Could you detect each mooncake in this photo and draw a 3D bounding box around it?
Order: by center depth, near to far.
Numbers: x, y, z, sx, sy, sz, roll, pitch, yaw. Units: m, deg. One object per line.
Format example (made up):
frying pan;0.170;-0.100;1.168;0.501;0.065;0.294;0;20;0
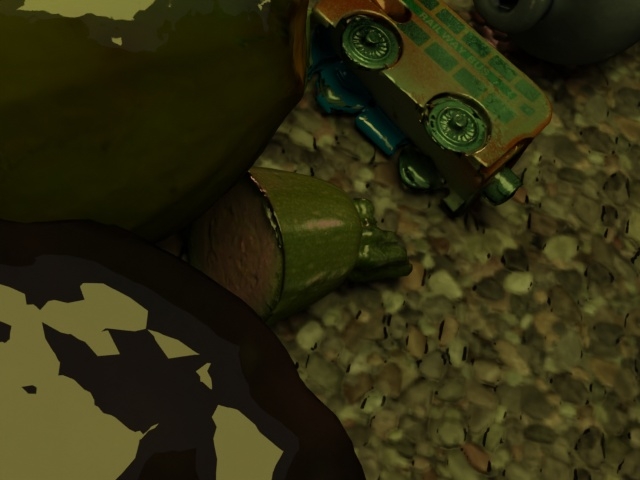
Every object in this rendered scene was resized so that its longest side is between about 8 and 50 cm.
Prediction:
mooncake;-0.183;0.164;0.598;0.350;0.212;0.381;49;57;-1

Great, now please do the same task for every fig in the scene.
fig;-0.133;-0.097;0.717;0.271;0.239;0.239;-5;58;25

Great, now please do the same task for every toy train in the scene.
toy train;0.071;-0.101;0.894;0.188;0.072;0.099;43;55;9

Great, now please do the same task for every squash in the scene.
squash;-0.002;-0.004;0.821;0.132;0.105;0.105;-9;66;-35

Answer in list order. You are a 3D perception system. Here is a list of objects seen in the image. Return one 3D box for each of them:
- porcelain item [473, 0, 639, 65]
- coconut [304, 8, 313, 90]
porcelain item;0.221;-0.209;0.956;0.259;0.141;0.141;-21;71;-32
coconut;-0.046;-0.124;0.860;0.096;0.088;0.088;-36;75;4
